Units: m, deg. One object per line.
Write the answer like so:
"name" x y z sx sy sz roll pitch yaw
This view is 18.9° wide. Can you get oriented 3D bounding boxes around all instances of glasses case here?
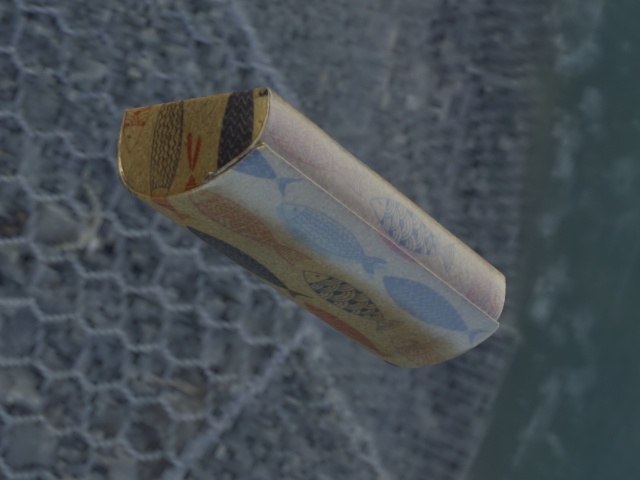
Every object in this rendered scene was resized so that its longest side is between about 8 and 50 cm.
"glasses case" 0.000 0.000 0.708 0.170 0.064 0.041 37 55 -48
